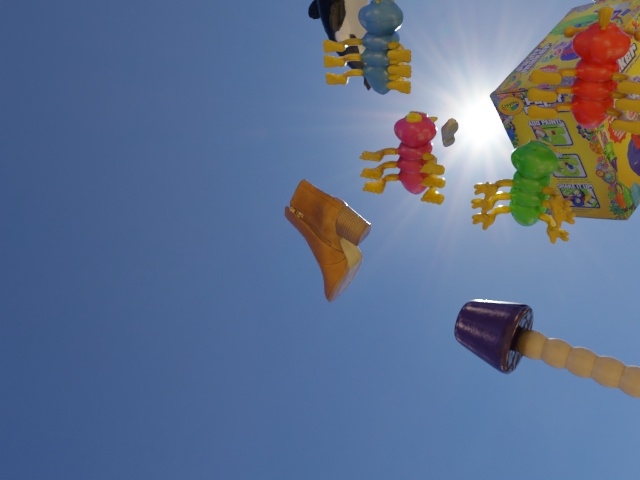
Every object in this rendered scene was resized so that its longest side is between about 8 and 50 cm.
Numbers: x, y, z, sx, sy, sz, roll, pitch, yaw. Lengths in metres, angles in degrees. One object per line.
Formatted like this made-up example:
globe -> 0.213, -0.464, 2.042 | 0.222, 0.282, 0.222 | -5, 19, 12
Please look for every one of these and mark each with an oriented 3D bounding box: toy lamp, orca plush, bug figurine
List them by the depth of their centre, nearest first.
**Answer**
bug figurine -> 0.140, -0.116, 0.592 | 0.072, 0.278, 0.216 | -47, -34, -46
toy lamp -> 0.265, 0.125, 0.642 | 0.080, 0.274, 0.080 | -30, -50, -44
orca plush -> 0.034, -0.406, 1.157 | 0.151, 0.102, 0.287 | -65, -28, -14

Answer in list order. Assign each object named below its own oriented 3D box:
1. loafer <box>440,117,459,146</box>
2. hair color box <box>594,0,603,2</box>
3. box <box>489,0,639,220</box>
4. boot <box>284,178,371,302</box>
loafer -> 0.322, -0.281, 1.656 | 0.045, 0.039, 0.125 | -21, -20, -1
hair color box -> 0.613, -0.536, 1.330 | 0.072, 0.043, 0.141 | -30, -16, 1
box -> 0.499, -0.237, 1.172 | 0.290, 0.177, 0.279 | -46, -62, -21
boot -> 0.000, 0.000, 1.586 | 0.104, 0.211, 0.295 | -39, -24, -41
